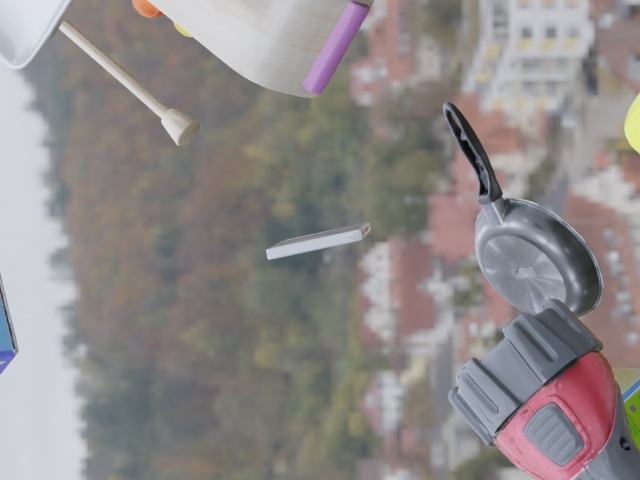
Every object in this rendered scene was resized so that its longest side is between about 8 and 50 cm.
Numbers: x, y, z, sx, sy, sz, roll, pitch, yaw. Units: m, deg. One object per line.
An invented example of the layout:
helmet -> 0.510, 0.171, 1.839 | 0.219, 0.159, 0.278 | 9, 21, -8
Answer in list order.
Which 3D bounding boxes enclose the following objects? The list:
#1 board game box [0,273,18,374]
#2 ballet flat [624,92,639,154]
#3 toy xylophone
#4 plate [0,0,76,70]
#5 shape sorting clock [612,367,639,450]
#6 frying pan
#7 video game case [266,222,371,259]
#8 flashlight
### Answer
board game box -> -0.430, 0.086, 1.554 | 0.232, 0.291, 0.141 | -45, 57, 55
ballet flat -> 0.269, -0.129, 1.081 | 0.077, 0.231, 0.077 | 54, 169, 42
toy xylophone -> -0.119, -0.239, 1.743 | 0.236, 0.322, 0.081 | -51, -20, 24
plate -> -0.238, -0.315, 1.557 | 0.277, 0.278, 0.045 | -54, -31, 10
shape sorting clock -> 0.288, 0.218, 1.719 | 0.040, 0.206, 0.206 | 147, 126, -60
frying pan -> 0.261, -0.019, 2.433 | 0.053, 0.197, 0.326 | -46, -47, -32
video game case -> 0.000, 0.000, 1.731 | 0.122, 0.087, 0.011 | -37, -65, -84
flashlight -> 0.215, 0.178, 1.207 | 0.304, 0.103, 0.103 | 48, 155, 15
